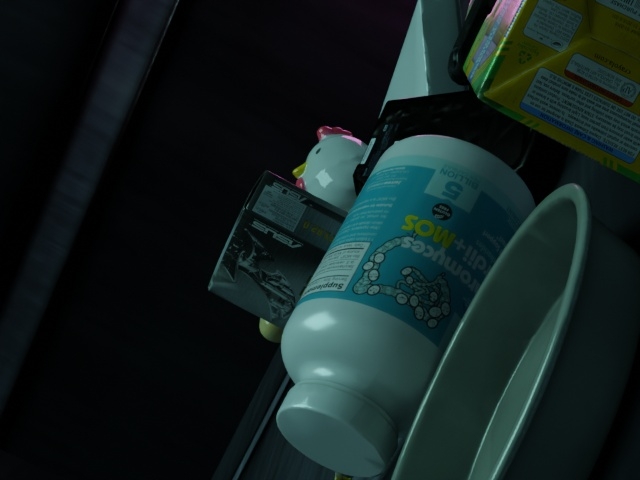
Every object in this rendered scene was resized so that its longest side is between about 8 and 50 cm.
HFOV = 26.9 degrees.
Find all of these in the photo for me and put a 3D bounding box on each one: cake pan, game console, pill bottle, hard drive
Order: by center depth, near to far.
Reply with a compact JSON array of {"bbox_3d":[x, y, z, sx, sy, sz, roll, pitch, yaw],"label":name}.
[{"bbox_3d":[0.114,0.106,0.828,0.293,0.054,0.293,-155,90,-87],"label":"cake pan"},{"bbox_3d":[0.063,0.053,1.060,0.264,0.146,0.146,-61,1,-30],"label":"pill bottle"},{"bbox_3d":[0.169,-0.171,1.260,0.213,0.044,0.361,0,57,47],"label":"game console"},{"bbox_3d":[0.103,-0.083,1.502,0.353,0.047,0.233,106,164,-61],"label":"hard drive"}]

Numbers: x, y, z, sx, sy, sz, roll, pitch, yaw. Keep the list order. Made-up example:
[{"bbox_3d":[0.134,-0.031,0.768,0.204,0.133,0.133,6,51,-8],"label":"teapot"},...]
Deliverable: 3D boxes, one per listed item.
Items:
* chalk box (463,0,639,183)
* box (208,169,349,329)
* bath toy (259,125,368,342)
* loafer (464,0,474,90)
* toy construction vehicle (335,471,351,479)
[{"bbox_3d":[0.183,-0.136,0.901,0.213,0.132,0.132,-74,10,-77],"label":"chalk box"},{"bbox_3d":[0.013,0.044,1.355,0.056,0.231,0.183,-63,2,-33],"label":"box"},{"bbox_3d":[0.000,0.000,1.477,0.129,0.151,0.348,63,158,24],"label":"bath toy"},{"bbox_3d":[0.185,-0.183,1.467,0.092,0.102,0.268,-59,8,38],"label":"loafer"},{"bbox_3d":[0.045,0.200,1.383,0.086,0.035,0.098,-72,8,-66],"label":"toy construction vehicle"}]
